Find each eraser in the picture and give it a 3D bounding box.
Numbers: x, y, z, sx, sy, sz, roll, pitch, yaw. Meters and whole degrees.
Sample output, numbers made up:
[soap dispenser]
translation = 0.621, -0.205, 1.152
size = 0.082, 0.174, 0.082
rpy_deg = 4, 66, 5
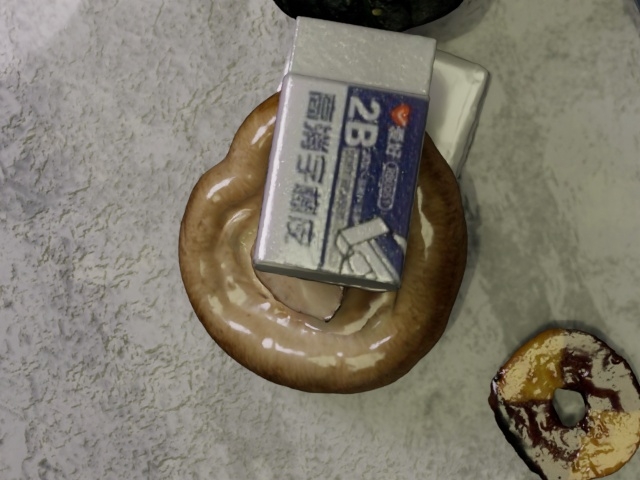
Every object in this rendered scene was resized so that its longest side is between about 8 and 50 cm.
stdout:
[eraser]
translation = 0.021, -0.070, 1.499
size = 0.124, 0.068, 0.210
rpy_deg = 9, 82, 2

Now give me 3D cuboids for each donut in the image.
[donut]
translation = 0.220, 0.146, 1.618
size = 0.140, 0.059, 0.140
rpy_deg = 0, 92, 9

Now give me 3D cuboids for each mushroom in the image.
[mushroom]
translation = 0.000, 0.000, 1.601
size = 0.278, 0.146, 0.278
rpy_deg = 4, 102, 19

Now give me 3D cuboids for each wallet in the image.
[wallet]
translation = 0.053, -0.127, 1.649
size = 0.183, 0.032, 0.124
rpy_deg = 19, 97, 9

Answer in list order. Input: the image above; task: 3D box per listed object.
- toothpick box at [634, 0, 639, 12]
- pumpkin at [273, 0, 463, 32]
[toothpick box]
translation = 0.451, -0.221, 1.469
size = 0.355, 0.263, 0.263
rpy_deg = -29, 87, 7
[pumpkin]
translation = 0.045, -0.274, 1.561
size = 0.220, 0.162, 0.220
rpy_deg = -10, 56, 14
